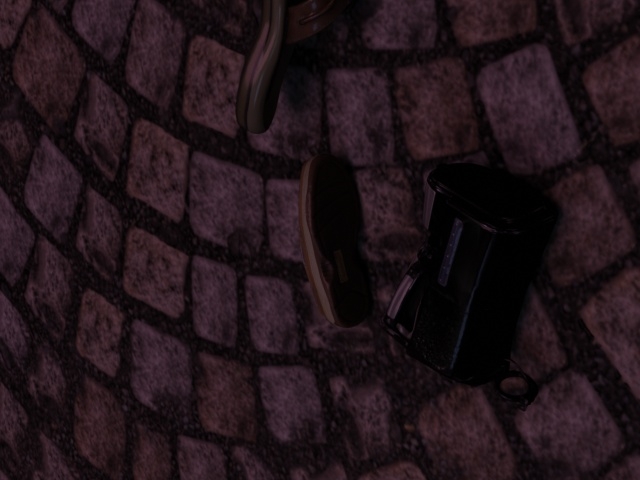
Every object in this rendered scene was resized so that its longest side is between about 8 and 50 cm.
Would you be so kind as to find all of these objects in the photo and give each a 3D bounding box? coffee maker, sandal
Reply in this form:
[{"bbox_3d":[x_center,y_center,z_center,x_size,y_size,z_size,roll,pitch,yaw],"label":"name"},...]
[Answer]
[{"bbox_3d":[0.159,0.036,1.372,0.171,0.120,0.178,24,122,13],"label":"coffee maker"},{"bbox_3d":[-0.010,-0.239,1.468,0.086,0.120,0.303,23,124,8],"label":"sandal"}]

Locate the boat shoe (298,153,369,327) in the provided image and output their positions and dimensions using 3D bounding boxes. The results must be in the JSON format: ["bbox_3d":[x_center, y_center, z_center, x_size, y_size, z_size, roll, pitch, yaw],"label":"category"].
[{"bbox_3d":[0.000,0.000,1.549,0.072,0.068,0.190,11,110,56],"label":"boat shoe"}]
